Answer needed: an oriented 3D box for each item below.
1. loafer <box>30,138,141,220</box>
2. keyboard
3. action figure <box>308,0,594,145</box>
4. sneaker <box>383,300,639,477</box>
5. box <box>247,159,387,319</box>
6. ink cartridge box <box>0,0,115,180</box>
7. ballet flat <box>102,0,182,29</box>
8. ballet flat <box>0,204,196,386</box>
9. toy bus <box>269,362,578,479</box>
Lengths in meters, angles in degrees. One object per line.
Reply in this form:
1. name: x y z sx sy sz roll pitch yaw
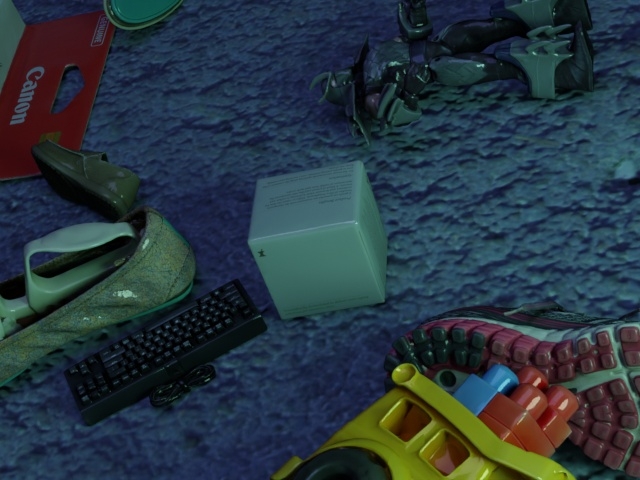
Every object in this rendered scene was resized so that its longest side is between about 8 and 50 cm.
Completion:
1. loafer: -0.237 -0.066 1.606 0.148 0.056 0.050 31 62 32
2. keyboard: -0.137 0.102 1.401 0.180 0.023 0.108 -29 41 -6
3. action figure: 0.121 -0.182 1.536 0.285 0.099 0.185 -12 47 17
4. sneaker: 0.203 0.095 1.191 0.299 0.121 0.112 9 20 22
5. box: 0.000 0.000 1.388 0.101 0.102 0.087 -10 40 13
6. ink cartridge box: -0.379 -0.174 1.775 0.261 0.066 0.296 -10 42 16
7. ballet flat: -0.182 -0.327 1.852 0.086 0.086 0.248 17 53 37
8. ballet flat: -0.271 0.053 1.449 0.316 0.106 0.107 -27 41 -5
9. toy bus: 0.110 0.184 1.081 0.211 0.149 0.220 -44 45 -8
